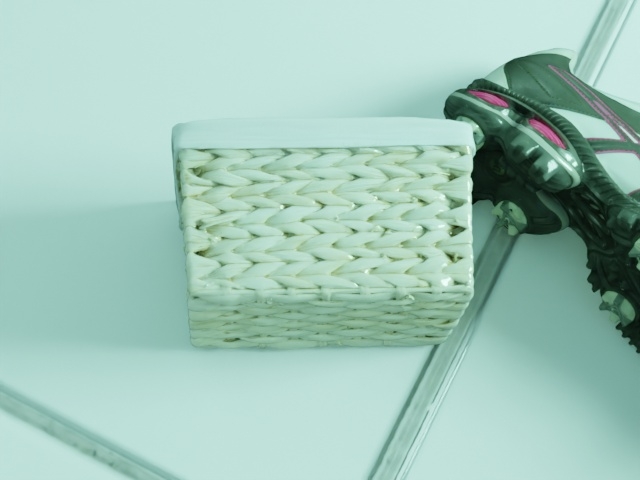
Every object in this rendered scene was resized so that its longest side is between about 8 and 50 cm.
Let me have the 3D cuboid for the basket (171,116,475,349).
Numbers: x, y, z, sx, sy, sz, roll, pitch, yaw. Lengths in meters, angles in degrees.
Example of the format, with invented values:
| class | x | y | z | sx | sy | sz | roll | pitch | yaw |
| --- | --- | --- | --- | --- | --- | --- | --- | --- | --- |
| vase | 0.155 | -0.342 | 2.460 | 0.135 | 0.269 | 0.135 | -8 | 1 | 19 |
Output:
| class | x | y | z | sx | sy | sz | roll | pitch | yaw |
| --- | --- | --- | --- | --- | --- | --- | --- | --- | --- |
| basket | 0.000 | 0.000 | 0.670 | 0.167 | 0.113 | 0.103 | 0 | 68 | -4 |

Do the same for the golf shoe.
| class | x | y | z | sx | sy | sz | roll | pitch | yaw |
| --- | --- | --- | --- | --- | --- | --- | --- | --- | --- |
| golf shoe | 0.197 | -0.017 | 0.700 | 0.273 | 0.105 | 0.120 | 43 | 62 | 15 |
